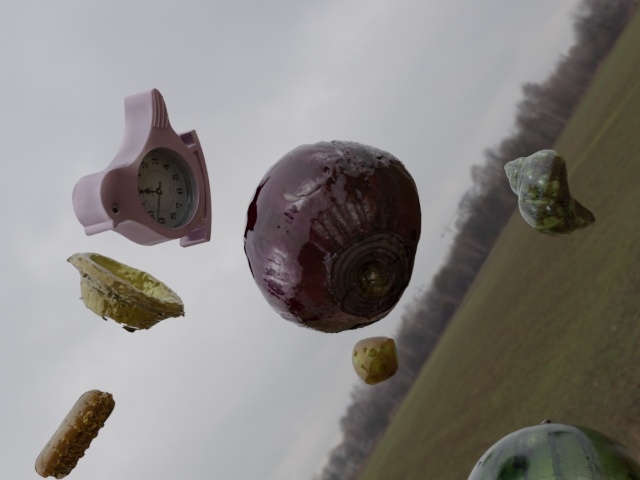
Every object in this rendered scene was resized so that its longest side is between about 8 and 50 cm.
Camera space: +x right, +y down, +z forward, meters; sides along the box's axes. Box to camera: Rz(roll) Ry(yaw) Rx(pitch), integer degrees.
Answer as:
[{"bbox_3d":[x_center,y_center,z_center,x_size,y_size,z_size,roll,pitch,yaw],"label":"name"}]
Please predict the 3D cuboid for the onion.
[{"bbox_3d":[0.000,0.000,1.415,0.260,0.282,0.336,5,-56,-29],"label":"onion"}]

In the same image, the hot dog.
[{"bbox_3d":[-0.387,0.306,1.363,0.165,0.045,0.071,-55,-34,-3],"label":"hot dog"}]

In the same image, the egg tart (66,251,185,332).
[{"bbox_3d":[-0.482,0.132,2.083,0.120,0.315,0.315,-61,-10,2],"label":"egg tart"}]

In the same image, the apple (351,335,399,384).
[{"bbox_3d":[0.117,0.257,1.833,0.114,0.099,0.101,59,-160,-75],"label":"apple"}]

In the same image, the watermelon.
[{"bbox_3d":[0.368,0.402,1.414,0.330,0.331,0.189,111,161,-44],"label":"watermelon"}]

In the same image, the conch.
[{"bbox_3d":[0.457,-0.094,1.728,0.124,0.181,0.187,-27,-20,16],"label":"conch"}]

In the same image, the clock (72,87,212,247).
[{"bbox_3d":[-0.326,-0.136,1.576,0.275,0.080,0.290,1,-100,-54],"label":"clock"}]
